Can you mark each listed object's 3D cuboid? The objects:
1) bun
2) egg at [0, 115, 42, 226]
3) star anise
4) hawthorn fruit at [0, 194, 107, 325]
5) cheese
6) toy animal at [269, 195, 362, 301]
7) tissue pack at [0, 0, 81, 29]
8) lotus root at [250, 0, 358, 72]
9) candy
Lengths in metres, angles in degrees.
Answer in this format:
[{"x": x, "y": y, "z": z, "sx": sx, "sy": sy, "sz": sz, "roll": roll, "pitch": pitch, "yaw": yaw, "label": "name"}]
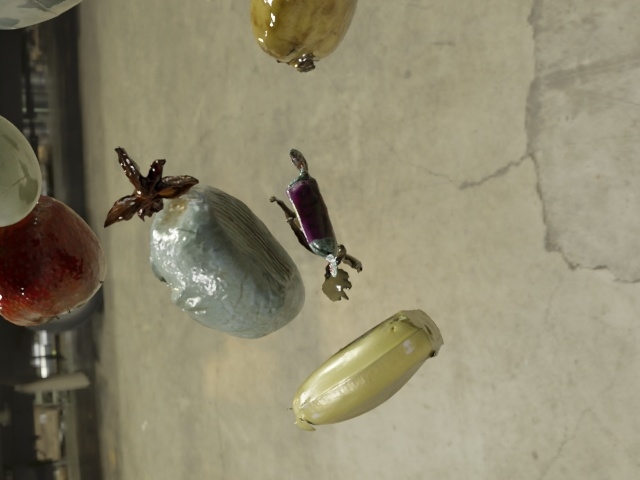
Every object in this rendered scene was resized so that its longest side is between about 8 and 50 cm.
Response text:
[{"x": -0.194, "y": 0.050, "z": 1.619, "sx": 0.211, "sy": 0.362, "sz": 0.362, "roll": -40, "pitch": 44, "yaw": 6, "label": "bun"}, {"x": -0.528, "y": -0.116, "z": 1.297, "sx": 0.151, "sy": 0.151, "sz": 0.209, "roll": -123, "pitch": 15, "yaw": -46, "label": "egg"}, {"x": -0.309, "y": -0.095, "z": 1.402, "sx": 0.144, "sy": 0.158, "sz": 0.140, "roll": 44, "pitch": 116, "yaw": 52, "label": "star anise"}, {"x": -0.674, "y": 0.023, "z": 1.906, "sx": 0.369, "sy": 0.285, "sz": 0.285, "roll": 58, "pitch": 162, "yaw": -21, "label": "hawthorn fruit"}, {"x": 0.076, "y": 0.239, "z": 1.498, "sx": 0.316, "sy": 0.259, "sz": 0.128, "roll": -40, "pitch": 73, "yaw": 13, "label": "cheese"}, {"x": 0.000, "y": 0.000, "z": 1.575, "sx": 0.186, "sy": 0.094, "sz": 0.214, "roll": 62, "pitch": 176, "yaw": -39, "label": "toy animal"}, {"x": -0.352, "y": -0.349, "z": 0.808, "sx": 0.229, "sy": 0.236, "sz": 0.333, "roll": 61, "pitch": -178, "yaw": 4, "label": "tissue pack"}, {"x": -0.019, "y": -0.430, "z": 1.391, "sx": 0.310, "sy": 0.183, "sz": 0.182, "roll": 118, "pitch": 140, "yaw": -56, "label": "lotus root"}, {"x": -0.011, "y": -0.034, "z": 1.040, "sx": 0.045, "sy": 0.043, "sz": 0.175, "roll": 54, "pitch": -164, "yaw": -72, "label": "candy"}]
